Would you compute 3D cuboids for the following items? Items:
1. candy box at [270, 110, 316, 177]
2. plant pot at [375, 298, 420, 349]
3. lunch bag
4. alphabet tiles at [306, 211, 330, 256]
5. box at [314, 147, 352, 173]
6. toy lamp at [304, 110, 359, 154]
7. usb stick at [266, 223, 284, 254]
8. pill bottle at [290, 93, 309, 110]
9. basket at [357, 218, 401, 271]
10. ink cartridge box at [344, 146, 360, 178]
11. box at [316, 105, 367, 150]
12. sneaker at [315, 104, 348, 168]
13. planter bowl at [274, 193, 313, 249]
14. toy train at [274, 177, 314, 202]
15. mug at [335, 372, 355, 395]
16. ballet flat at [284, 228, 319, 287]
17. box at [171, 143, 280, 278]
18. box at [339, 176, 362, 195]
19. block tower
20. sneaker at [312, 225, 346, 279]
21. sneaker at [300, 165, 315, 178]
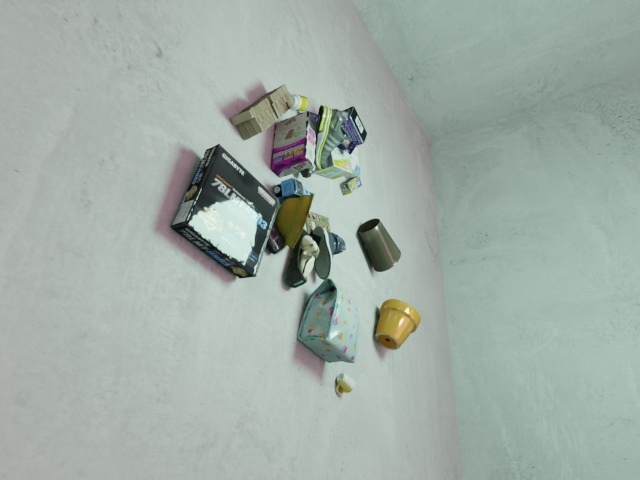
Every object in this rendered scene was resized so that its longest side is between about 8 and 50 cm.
[{"bbox_3d":[-0.101,-0.372,1.702,0.071,0.159,0.233,40,45,-50],"label":"candy box"},{"bbox_3d":[0.364,0.425,2.164,0.188,0.205,0.205,-55,126,-37],"label":"plant pot"},{"bbox_3d":[0.048,0.300,1.667,0.223,0.160,0.262,47,45,-41],"label":"lunch bag"},{"bbox_3d":[0.000,0.000,1.874,0.198,0.009,0.237,15,65,-59],"label":"alphabet tiles"},{"bbox_3d":[0.051,-0.357,2.021,0.203,0.114,0.103,5,74,-62],"label":"box"},{"bbox_3d":[0.038,-0.486,1.973,0.275,0.080,0.080,34,37,-4],"label":"toy lamp"},{"bbox_3d":[-0.203,-0.083,1.503,0.278,0.045,0.077,66,29,-19],"label":"usb stick"},{"bbox_3d":[-0.100,-0.598,1.908,0.116,0.065,0.065,-22,97,-62],"label":"pill bottle"},{"bbox_3d":[0.297,0.014,2.268,0.227,0.154,0.204,58,34,-22],"label":"basket"},{"bbox_3d":[0.133,-0.450,2.250,0.134,0.078,0.231,26,55,-56],"label":"ink cartridge box"},{"bbox_3d":[0.091,-0.510,2.064,0.153,0.207,0.108,57,34,-30],"label":"box"},{"bbox_3d":[0.041,-0.401,1.773,0.300,0.121,0.111,101,-9,-54],"label":"sneaker"},{"bbox_3d":[-0.109,-0.083,1.579,0.090,0.217,0.217,20,50,-11],"label":"planter bowl"},{"bbox_3d":[-0.096,-0.174,1.675,0.184,0.105,0.080,21,60,-57],"label":"toy train"},{"bbox_3d":[0.095,0.563,1.735,0.064,0.062,0.078,51,29,-24],"label":"mug"},{"bbox_3d":[-0.057,0.060,1.649,0.095,0.096,0.280,50,37,-38],"label":"ballet flat"},{"bbox_3d":[-0.267,-0.082,1.317,0.295,0.073,0.293,45,49,-40],"label":"box"},{"bbox_3d":[0.157,-0.282,2.243,0.169,0.054,0.059,-41,114,-60],"label":"box"},{"bbox_3d":[-0.206,-0.478,1.632,0.097,0.091,0.335,63,31,-22],"label":"block tower"},{"bbox_3d":[0.046,0.064,1.826,0.163,0.086,0.226,26,54,-52],"label":"sneaker"},{"bbox_3d":[-0.077,-0.368,1.838,0.106,0.078,0.234,36,44,-47],"label":"sneaker"}]
